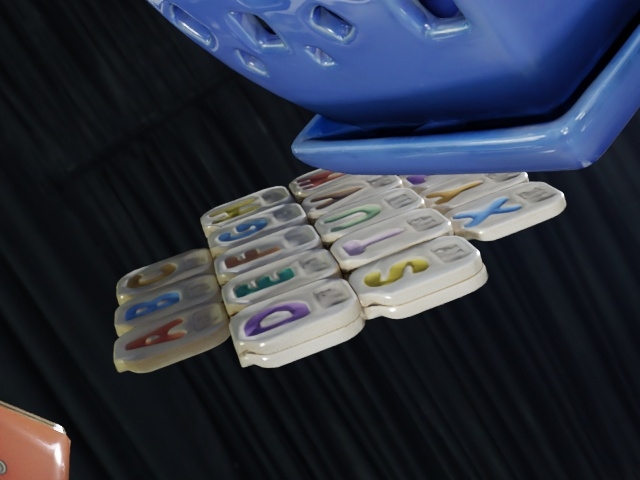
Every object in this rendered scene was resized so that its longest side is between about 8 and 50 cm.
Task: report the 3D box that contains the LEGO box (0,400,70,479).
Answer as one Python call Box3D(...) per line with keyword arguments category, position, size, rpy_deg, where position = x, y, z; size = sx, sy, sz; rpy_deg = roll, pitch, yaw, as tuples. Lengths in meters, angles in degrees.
Box3D(category="LEGO box", position=(-0.308, 0.322, 0.393), size=(0.500, 0.193, 0.373), rpy_deg=(-49, 30, 21))

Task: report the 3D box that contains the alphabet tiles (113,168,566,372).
Box3D(category="alphabet tiles", position=(0.000, 0.000, 0.666), size=(0.277, 0.021, 0.284), rpy_deg=(-21, 19, -4))

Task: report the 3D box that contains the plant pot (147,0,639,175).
Box3D(category="plant pot", position=(0.061, -0.163, 0.501), size=(0.236, 0.212, 0.236), rpy_deg=(-50, 27, -24))
